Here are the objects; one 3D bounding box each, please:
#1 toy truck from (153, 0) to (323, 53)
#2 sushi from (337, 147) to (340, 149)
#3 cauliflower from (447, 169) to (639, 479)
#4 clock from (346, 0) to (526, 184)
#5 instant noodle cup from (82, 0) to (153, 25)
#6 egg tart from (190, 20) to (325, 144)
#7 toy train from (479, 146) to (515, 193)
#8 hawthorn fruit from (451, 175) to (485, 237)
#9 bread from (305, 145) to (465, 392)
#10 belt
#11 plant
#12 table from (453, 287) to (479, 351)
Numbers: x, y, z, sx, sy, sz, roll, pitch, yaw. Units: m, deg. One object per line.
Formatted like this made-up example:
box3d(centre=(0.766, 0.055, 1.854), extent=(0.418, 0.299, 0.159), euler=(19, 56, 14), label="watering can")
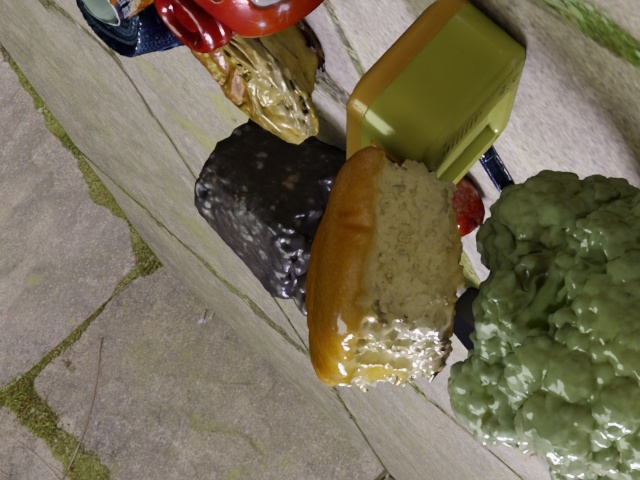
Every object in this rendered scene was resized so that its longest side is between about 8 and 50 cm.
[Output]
box3d(centre=(-0.074, -0.297, 1.391), extent=(0.265, 0.189, 0.239), euler=(49, 161, -6), label="toy truck")
box3d(centre=(0.038, -0.027, 2.304), extent=(0.231, 0.047, 0.219), euler=(51, 169, -19), label="sushi")
box3d(centre=(0.232, 0.105, 1.401), extent=(0.281, 0.260, 0.327), euler=(96, 155, -72), label="cauliflower")
box3d(centre=(0.093, -0.110, 1.491), extent=(0.096, 0.143, 0.202), euler=(43, 169, 10), label="clock")
box3d(centre=(-0.187, -0.330, 1.720), extent=(0.230, 0.182, 0.230), euler=(45, 169, 11), label="instant noodle cup")
box3d(centre=(-0.073, -0.209, 1.924), extent=(0.241, 0.106, 0.241), euler=(48, 173, 8), label="egg tart")
box3d(centre=(0.166, -0.070, 1.696), extent=(0.083, 0.017, 0.017), euler=(55, 170, -35), label="toy train")
box3d(centre=(0.150, -0.028, 1.817), extent=(0.103, 0.067, 0.067), euler=(32, 166, 16), label="hawthorn fruit")
box3d(centre=(0.048, 0.030, 1.430), extent=(0.245, 0.121, 0.174), euler=(92, 177, -76), label="bread")
box3d(centre=(-0.208, -0.299, 2.124), extent=(0.218, 0.128, 0.122), euler=(38, 136, 50), label="belt")
box3d(centre=(0.000, 0.000, 2.123), extent=(0.321, 0.194, 0.181), euler=(37, 157, 20), label="plant")
box3d(centre=(0.211, 0.121, 2.156), extent=(0.133, 0.043, 0.133), euler=(46, 170, 10), label="table")
